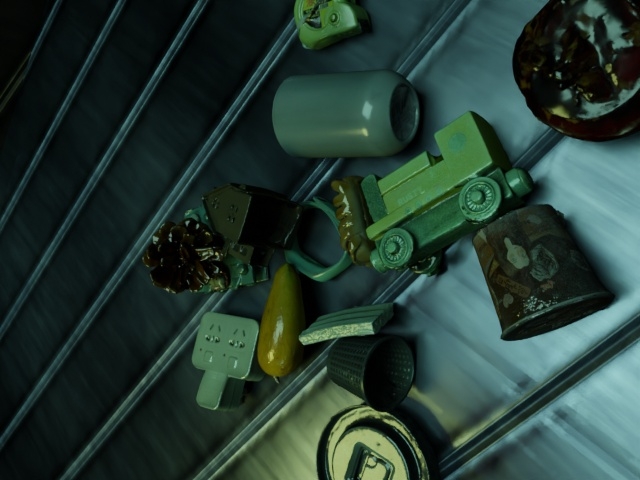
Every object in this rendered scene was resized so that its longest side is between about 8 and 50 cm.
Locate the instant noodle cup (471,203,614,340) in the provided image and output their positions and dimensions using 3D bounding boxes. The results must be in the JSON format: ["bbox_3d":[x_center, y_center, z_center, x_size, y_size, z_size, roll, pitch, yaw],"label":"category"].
[{"bbox_3d":[0.409,0.060,1.150,0.217,0.217,0.207,-35,61,32],"label":"instant noodle cup"}]

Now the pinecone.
[{"bbox_3d":[-0.375,0.042,1.645,0.229,0.201,0.202,-15,105,10],"label":"pinecone"}]

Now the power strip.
[{"bbox_3d":[-0.245,0.348,1.709,0.230,0.141,0.261,3,76,37],"label":"power strip"}]

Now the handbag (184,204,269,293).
[{"bbox_3d":[-0.286,0.012,1.753,0.269,0.100,0.274,-11,81,36],"label":"handbag"}]

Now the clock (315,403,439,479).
[{"bbox_3d":[0.131,0.545,1.424,0.319,0.066,0.318,-3,86,38],"label":"clock"}]

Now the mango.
[{"bbox_3d":[-0.099,0.215,1.563,0.176,0.119,0.316,173,100,-81],"label":"mango"}]

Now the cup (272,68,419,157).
[{"bbox_3d":[0.063,-0.296,1.429,0.312,0.205,0.205,7,92,37],"label":"cup"}]

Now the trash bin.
[{"bbox_3d":[0.108,0.293,1.405,0.161,0.175,0.175,5,91,51],"label":"trash bin"}]

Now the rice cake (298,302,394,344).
[{"bbox_3d":[0.062,0.201,1.464,0.237,0.127,0.043,-16,99,35],"label":"rice cake"}]

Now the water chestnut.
[{"bbox_3d":[0.478,-0.318,1.064,0.300,0.300,0.300,-2,87,38],"label":"water chestnut"}]

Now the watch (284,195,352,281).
[{"bbox_3d":[0.000,0.000,1.556,0.237,0.068,0.195,33,105,38],"label":"watch"}]

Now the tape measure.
[{"bbox_3d":[0.018,-0.582,1.542,0.200,0.106,0.175,-11,95,39],"label":"tape measure"}]

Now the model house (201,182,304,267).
[{"bbox_3d":[-0.209,-0.058,1.565,0.243,0.211,0.204,28,102,39],"label":"model house"}]

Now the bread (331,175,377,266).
[{"bbox_3d":[0.088,-0.048,1.444,0.081,0.134,0.225,-17,75,38],"label":"bread"}]

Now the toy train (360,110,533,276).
[{"bbox_3d":[0.254,-0.087,1.307,0.397,0.160,0.253,-33,62,32],"label":"toy train"}]
